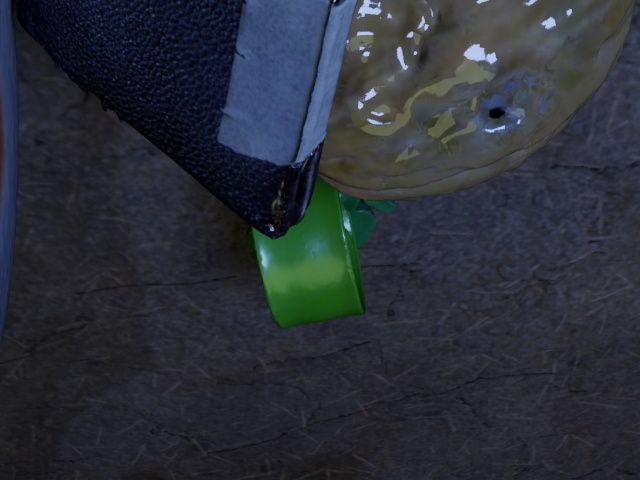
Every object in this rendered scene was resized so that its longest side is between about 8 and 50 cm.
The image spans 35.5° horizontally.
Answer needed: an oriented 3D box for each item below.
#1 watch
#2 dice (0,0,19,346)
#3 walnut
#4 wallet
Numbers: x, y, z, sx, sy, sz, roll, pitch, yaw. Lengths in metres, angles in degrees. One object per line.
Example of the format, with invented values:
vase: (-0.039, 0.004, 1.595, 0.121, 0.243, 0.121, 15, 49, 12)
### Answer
watch: (0.000, 0.000, 0.782, 0.131, 0.152, 0.165, -11, 139, 2)
dice: (-0.344, -0.056, 0.578, 0.304, 0.277, 0.304, 2, 143, -10)
walnut: (0.069, -0.128, 0.595, 0.245, 0.198, 0.198, -35, 136, 3)
wallet: (-0.081, -0.153, 0.533, 0.071, 0.262, 0.221, -29, 151, -34)
